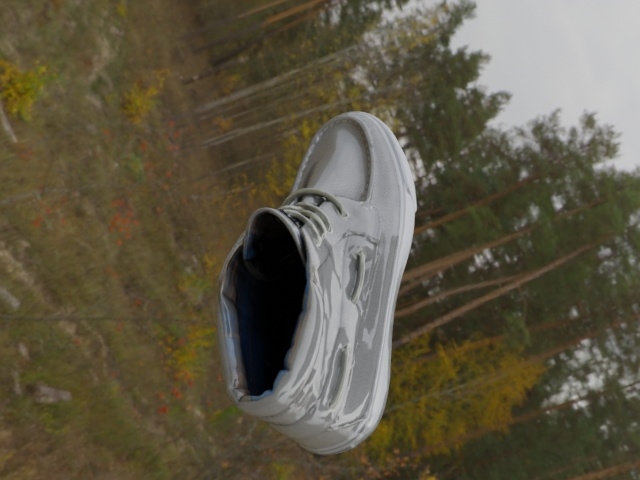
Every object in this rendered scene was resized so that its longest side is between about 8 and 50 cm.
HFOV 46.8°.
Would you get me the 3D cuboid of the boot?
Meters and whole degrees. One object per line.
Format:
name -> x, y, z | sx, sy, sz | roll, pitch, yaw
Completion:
boot -> 0.000, 0.000, 0.485 | 0.123, 0.095, 0.258 | 46, 41, -54
